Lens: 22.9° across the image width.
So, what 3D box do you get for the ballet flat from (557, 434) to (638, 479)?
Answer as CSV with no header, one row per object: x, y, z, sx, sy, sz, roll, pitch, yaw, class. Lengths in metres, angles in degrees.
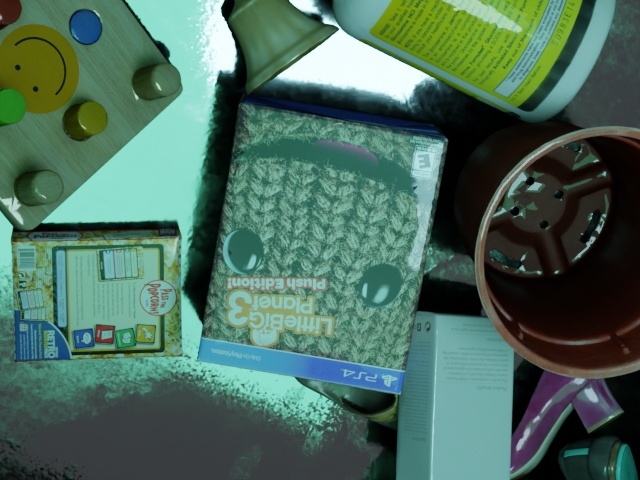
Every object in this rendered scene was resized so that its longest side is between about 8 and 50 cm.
0.360,0.326,1.945,0.096,0.095,0.280,-2,137,29,ballet flat

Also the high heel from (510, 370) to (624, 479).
0.241,0.220,1.933,0.244,0.082,0.117,-34,75,15,high heel

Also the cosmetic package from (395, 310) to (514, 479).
0.157,0.201,1.853,0.117,0.085,0.231,6,86,-28,cosmetic package

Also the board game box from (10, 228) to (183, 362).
-0.256,0.063,1.820,0.194,0.045,0.146,-1,104,-8,board game box

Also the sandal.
0.067,0.175,1.888,0.219,0.060,0.090,24,99,-14,sandal

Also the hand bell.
-0.099,-0.294,1.740,0.126,0.126,0.242,-36,94,1,hand bell

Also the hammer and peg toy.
-0.325,-0.226,1.646,0.266,0.127,0.361,-45,112,-26,hammer and peg toy

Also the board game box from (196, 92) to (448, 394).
0.000,0.000,1.772,0.232,0.141,0.291,9,100,-2,board game box

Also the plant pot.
0.275,-0.017,1.767,0.272,0.265,0.272,-2,104,-8,plant pot

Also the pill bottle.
0.135,-0.276,1.721,0.334,0.188,0.188,24,99,-14,pill bottle
